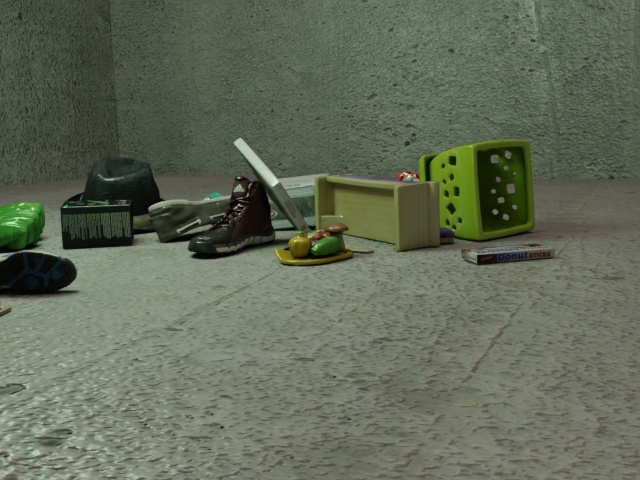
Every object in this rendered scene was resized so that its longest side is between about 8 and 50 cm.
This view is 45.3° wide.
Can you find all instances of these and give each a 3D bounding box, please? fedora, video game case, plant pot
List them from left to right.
[{"bbox_3d":[-0.542,-0.140,2.109,0.334,0.152,0.334,11,20,-4],"label":"fedora"},{"bbox_3d":[-0.105,-0.112,1.770,0.026,0.206,0.227,-37,43,-5],"label":"video game case"},{"bbox_3d":[0.372,-0.124,1.882,0.228,0.227,0.207,-9,6,-38],"label":"plant pot"}]

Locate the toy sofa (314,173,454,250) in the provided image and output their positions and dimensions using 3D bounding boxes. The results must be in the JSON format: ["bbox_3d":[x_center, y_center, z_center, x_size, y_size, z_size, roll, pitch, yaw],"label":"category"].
[{"bbox_3d":[0.149,-0.078,1.830,0.177,0.150,0.362,-8,11,-31],"label":"toy sofa"}]

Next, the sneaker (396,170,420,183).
[{"bbox_3d":[0.185,-0.111,2.043,0.270,0.145,0.090,1,9,14],"label":"sneaker"}]

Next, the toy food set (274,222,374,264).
[{"bbox_3d":[0.000,0.000,1.609,0.128,0.071,0.218,7,12,42],"label":"toy food set"}]

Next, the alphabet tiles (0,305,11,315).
[{"bbox_3d":[-0.612,0.117,1.170,0.237,0.009,0.198,-1,9,6],"label":"alphabet tiles"}]

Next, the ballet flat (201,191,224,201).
[{"bbox_3d":[-0.303,-0.092,2.201,0.087,0.083,0.247,-12,13,-27],"label":"ballet flat"}]

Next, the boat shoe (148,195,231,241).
[{"bbox_3d":[-0.295,-0.057,1.976,0.112,0.095,0.335,-17,-6,42],"label":"boat shoe"}]

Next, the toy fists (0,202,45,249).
[{"bbox_3d":[-0.752,-0.034,1.880,0.142,0.096,0.279,-14,13,-12],"label":"toy fists"}]

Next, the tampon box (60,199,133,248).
[{"bbox_3d":[-0.536,-0.042,1.853,0.161,0.101,0.120,-2,10,-10],"label":"tampon box"}]

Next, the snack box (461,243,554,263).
[{"bbox_3d":[0.377,0.026,1.545,0.178,0.022,0.064,-4,11,-18],"label":"snack box"}]

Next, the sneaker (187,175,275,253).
[{"bbox_3d":[-0.204,-0.062,1.738,0.106,0.162,0.281,3,10,27],"label":"sneaker"}]

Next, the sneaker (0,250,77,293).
[{"bbox_3d":[-0.531,0.050,1.354,0.211,0.080,0.081,0,12,2],"label":"sneaker"}]

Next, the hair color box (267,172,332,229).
[{"bbox_3d":[-0.067,-0.115,2.173,0.185,0.113,0.374,-6,8,7],"label":"hair color box"}]
